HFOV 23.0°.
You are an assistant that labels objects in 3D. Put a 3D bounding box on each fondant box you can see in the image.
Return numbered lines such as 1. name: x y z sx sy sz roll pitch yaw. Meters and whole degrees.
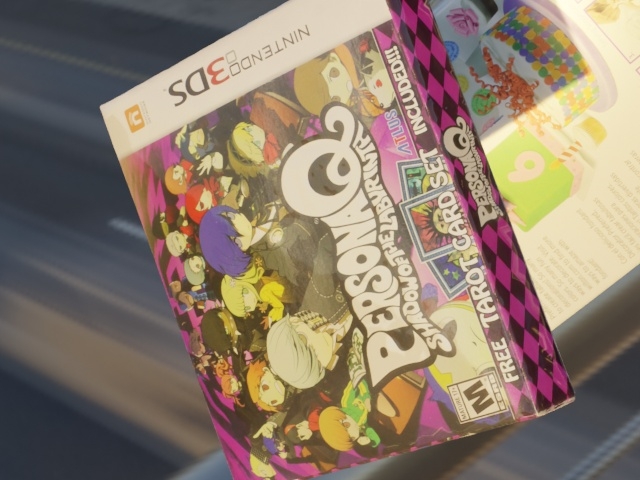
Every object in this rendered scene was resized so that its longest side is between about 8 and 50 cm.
1. fondant box: 0.206 -0.124 1.132 0.330 0.238 0.096 -40 10 17

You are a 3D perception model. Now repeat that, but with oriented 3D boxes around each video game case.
1. video game case: 0.000 0.000 0.803 0.210 0.232 0.042 -22 -3 41
